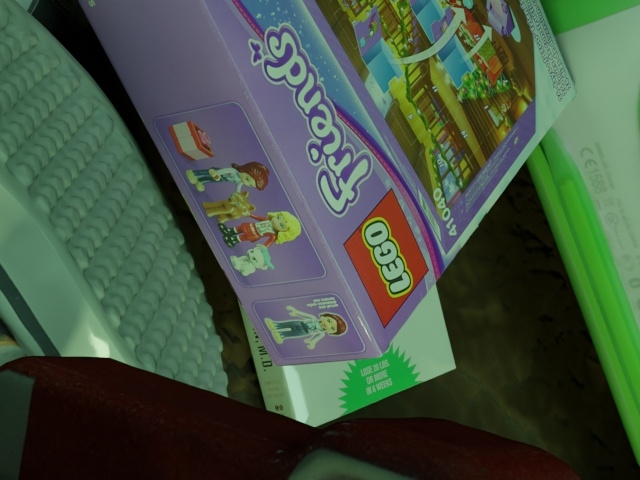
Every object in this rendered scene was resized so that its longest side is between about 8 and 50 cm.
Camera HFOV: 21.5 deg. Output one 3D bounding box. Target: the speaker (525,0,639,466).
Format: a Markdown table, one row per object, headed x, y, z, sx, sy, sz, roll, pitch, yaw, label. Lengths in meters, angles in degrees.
| x | y | z | sx | sy | sz | roll | pitch | yaw | label |
| --- | --- | --- | --- | --- | --- | --- | --- | --- | --- |
| 0.180 | 0.007 | 0.819 | 0.131 | 0.131 | 0.296 | -27 | 98 | -43 | speaker |

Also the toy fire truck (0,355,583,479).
| x | y | z | sx | sy | sz | roll | pitch | yaw | label |
| --- | --- | --- | --- | --- | --- | --- | --- | --- | --- |
| -0.053 | 0.181 | 0.450 | 0.169 | 0.254 | 0.302 | 9 | 91 | -41 | toy fire truck |

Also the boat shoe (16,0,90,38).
| x | y | z | sx | sy | sz | roll | pitch | yaw | label |
| --- | --- | --- | --- | --- | --- | --- | --- | --- | --- |
| -0.116 | -0.183 | 0.629 | 0.076 | 0.080 | 0.228 | 3 | 76 | -54 | boat shoe |

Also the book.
| x | y | z | sx | sy | sz | roll | pitch | yaw | label |
| --- | --- | --- | --- | --- | --- | --- | --- | --- | --- |
| 0.000 | 0.000 | 0.722 | 0.096 | 0.035 | 0.144 | -18 | 95 | -42 | book |

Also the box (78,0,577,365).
| x | y | z | sx | sy | sz | roll | pitch | yaw | label |
| --- | --- | --- | --- | --- | --- | --- | --- | --- | --- |
| -0.012 | -0.127 | 0.648 | 0.201 | 0.057 | 0.293 | -49 | 121 | -44 | box |

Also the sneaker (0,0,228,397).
| x | y | z | sx | sy | sz | roll | pitch | yaw | label |
| --- | --- | --- | --- | --- | --- | --- | --- | --- | --- |
| -0.140 | -0.015 | 0.541 | 0.321 | 0.127 | 0.126 | 55 | 19 | -50 | sneaker |
